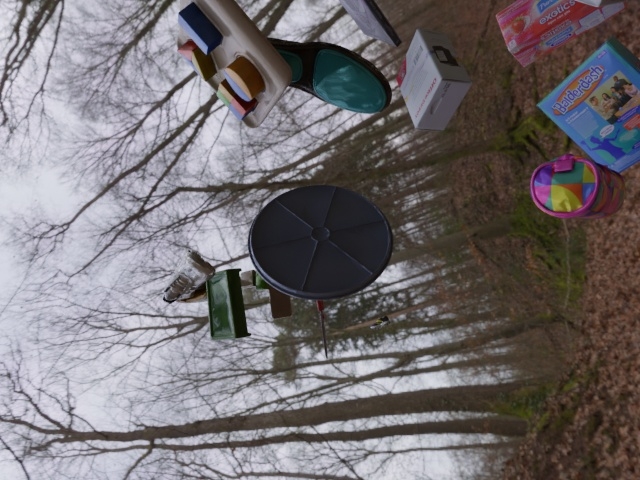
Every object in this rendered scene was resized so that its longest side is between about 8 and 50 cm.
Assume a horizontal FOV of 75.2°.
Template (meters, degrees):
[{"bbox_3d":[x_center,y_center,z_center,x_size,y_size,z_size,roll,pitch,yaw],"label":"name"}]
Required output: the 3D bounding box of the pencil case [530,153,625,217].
[{"bbox_3d":[0.432,-0.086,0.688,0.236,0.104,0.105,-5,-101,-47],"label":"pencil case"}]

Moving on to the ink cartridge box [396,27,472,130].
[{"bbox_3d":[0.235,-0.339,0.885,0.072,0.127,0.175,0,-124,-16],"label":"ink cartridge box"}]

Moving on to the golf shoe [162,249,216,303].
[{"bbox_3d":[-0.252,0.078,0.780,0.069,0.176,0.086,38,-122,-9],"label":"golf shoe"}]

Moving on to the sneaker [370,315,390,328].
[{"bbox_3d":[0.229,0.316,1.598,0.031,0.083,0.035,37,-145,-51],"label":"sneaker"}]

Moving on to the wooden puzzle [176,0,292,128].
[{"bbox_3d":[-0.244,-0.441,1.031,0.322,0.348,0.080,48,-109,-13],"label":"wooden puzzle"}]

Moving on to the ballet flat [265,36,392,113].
[{"bbox_3d":[-0.020,-0.497,1.180,0.182,0.482,0.164,-67,-9,-46],"label":"ballet flat"}]

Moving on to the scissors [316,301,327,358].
[{"bbox_3d":[0.008,0.234,1.383,0.109,0.021,0.297,-42,-59,-75],"label":"scissors"}]

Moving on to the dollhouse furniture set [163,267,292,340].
[{"bbox_3d":[-0.234,0.163,1.047,0.197,0.301,0.151,-1,-101,-49],"label":"dollhouse furniture set"}]

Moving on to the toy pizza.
[{"bbox_3d":[0.000,0.000,0.581,0.032,0.201,0.201,90,-168,-51],"label":"toy pizza"}]

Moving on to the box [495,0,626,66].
[{"bbox_3d":[0.719,-0.690,1.255,0.154,0.300,0.142,3,-111,-47],"label":"box"}]

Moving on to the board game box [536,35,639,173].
[{"bbox_3d":[0.552,-0.246,0.785,0.210,0.160,0.047,48,-124,5],"label":"board game box"}]

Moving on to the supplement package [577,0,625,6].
[{"bbox_3d":[0.544,-0.551,0.774,0.105,0.179,0.105,-24,-129,-26],"label":"supplement package"}]

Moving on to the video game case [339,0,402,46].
[{"bbox_3d":[0.087,-0.630,1.082,0.274,0.026,0.196,36,-167,-39],"label":"video game case"}]
